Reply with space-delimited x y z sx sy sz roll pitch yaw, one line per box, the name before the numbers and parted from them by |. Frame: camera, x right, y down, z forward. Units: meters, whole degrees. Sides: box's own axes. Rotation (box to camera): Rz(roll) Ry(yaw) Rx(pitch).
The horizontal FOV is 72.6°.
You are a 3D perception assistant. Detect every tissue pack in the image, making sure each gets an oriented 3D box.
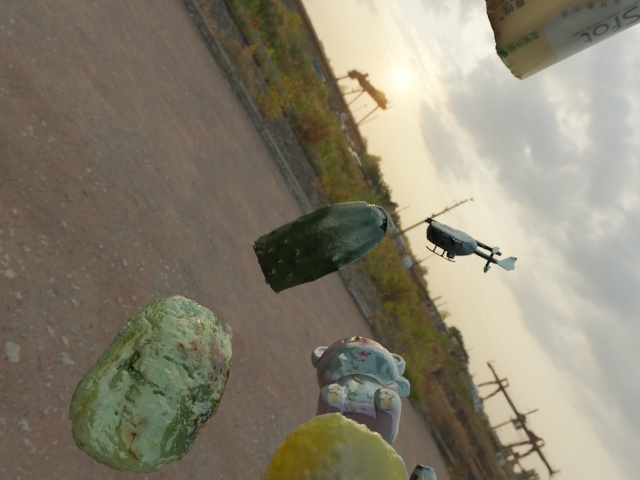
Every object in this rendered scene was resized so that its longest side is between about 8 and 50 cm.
tissue pack | 0.299 -0.305 0.476 0.090 0.222 0.186 25 56 -43

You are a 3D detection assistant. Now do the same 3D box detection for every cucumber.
cucumber | -0.001 0.001 1.018 0.145 0.325 0.105 -97 161 -44

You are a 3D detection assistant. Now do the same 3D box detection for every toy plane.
toy plane | 0.328 0.012 0.997 0.235 0.060 0.096 31 35 27

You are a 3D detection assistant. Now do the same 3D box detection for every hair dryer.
hair dryer | 0.149 0.545 0.875 0.067 0.199 0.167 131 -38 -61

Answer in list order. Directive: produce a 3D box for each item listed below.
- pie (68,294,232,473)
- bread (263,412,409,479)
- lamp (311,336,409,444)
pie | -0.213 0.203 0.622 0.201 0.090 0.248 52 42 -25
bread | 0.018 0.345 0.616 0.170 0.197 0.197 89 -20 -73
lamp | 0.091 0.374 1.046 0.301 0.247 0.248 -79 170 -71
